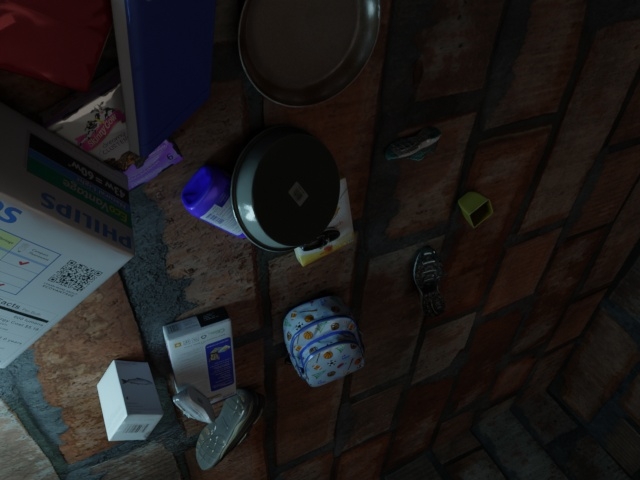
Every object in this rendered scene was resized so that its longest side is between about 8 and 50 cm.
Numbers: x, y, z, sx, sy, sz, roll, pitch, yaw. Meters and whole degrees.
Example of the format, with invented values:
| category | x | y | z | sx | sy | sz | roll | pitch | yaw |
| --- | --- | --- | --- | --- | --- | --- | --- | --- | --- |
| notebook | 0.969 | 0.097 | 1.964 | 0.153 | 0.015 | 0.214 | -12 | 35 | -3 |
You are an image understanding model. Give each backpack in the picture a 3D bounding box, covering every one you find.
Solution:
| category | x | y | z | sx | sy | sz | roll | pitch | yaw |
| --- | --- | --- | --- | --- | --- | --- | --- | --- | --- |
| backpack | 0.007 | 0.306 | 1.605 | 0.277 | 0.213 | 0.263 | -25 | 127 | -9 |

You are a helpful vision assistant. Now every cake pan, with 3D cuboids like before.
| category | x | y | z | sx | sy | sz | roll | pitch | yaw |
| --- | --- | --- | --- | --- | --- | --- | --- | --- | --- |
| cake pan | -0.065 | -0.113 | 1.170 | 0.293 | 0.054 | 0.292 | -11 | 107 | -39 |

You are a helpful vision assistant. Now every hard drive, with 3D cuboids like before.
| category | x | y | z | sx | sy | sz | roll | pitch | yaw |
| --- | --- | --- | --- | --- | --- | --- | --- | --- | --- |
| hard drive | -0.239 | -0.306 | 0.821 | 0.210 | 0.040 | 0.318 | -58 | 174 | -35 |

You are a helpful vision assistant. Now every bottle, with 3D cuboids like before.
| category | x | y | z | sx | sy | sz | roll | pitch | yaw |
| --- | --- | --- | --- | --- | --- | --- | --- | --- | --- |
| bottle | -0.181 | -0.068 | 1.198 | 0.118 | 0.092 | 0.283 | -48 | 138 | 12 |

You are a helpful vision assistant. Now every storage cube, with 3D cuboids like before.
| category | x | y | z | sx | sy | sz | roll | pitch | yaw |
| --- | --- | --- | --- | --- | --- | --- | --- | --- | --- |
| storage cube | -0.408 | -0.346 | 0.699 | 0.193 | 0.215 | 0.183 | 7 | 123 | -47 |

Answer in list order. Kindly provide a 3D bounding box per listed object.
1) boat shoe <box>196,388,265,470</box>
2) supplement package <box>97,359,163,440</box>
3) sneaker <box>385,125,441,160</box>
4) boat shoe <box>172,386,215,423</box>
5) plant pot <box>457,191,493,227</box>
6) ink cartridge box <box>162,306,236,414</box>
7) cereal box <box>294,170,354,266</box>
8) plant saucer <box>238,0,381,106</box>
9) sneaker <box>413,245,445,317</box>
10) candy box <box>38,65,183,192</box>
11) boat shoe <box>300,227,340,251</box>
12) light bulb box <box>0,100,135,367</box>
| category | x | y | z | sx | sy | sz | roll | pitch | yaw |
| --- | --- | --- | --- | --- | --- | --- | --- | --- | --- |
| boat shoe | -0.299 | 0.654 | 1.758 | 0.130 | 0.132 | 0.355 | 17 | 118 | -43 |
| supplement package | -0.503 | 0.419 | 1.357 | 0.105 | 0.179 | 0.105 | 18 | 116 | -44 |
| sneaker | 0.249 | -0.238 | 1.368 | 0.167 | 0.065 | 0.076 | -23 | 141 | -13 |
| boat shoe | -0.373 | 0.497 | 1.523 | 0.063 | 0.066 | 0.184 | -21 | 141 | 4 |
| plant pot | 0.484 | -0.107 | 1.634 | 0.081 | 0.083 | 0.081 | -38 | 138 | 2 |
| ink cartridge box | -0.342 | 0.359 | 1.503 | 0.176 | 0.069 | 0.370 | -16 | 133 | -22 |
| cereal box | -0.002 | -0.055 | 1.370 | 0.173 | 0.047 | 0.240 | -26 | 138 | -12 |
| plant saucer | -0.023 | -0.418 | 1.019 | 0.311 | 0.050 | 0.310 | -19 | 137 | -19 |
| sneaker | 0.366 | 0.136 | 1.780 | 0.100 | 0.108 | 0.271 | -12 | 120 | -1 |
| candy box | -0.382 | -0.192 | 0.959 | 0.165 | 0.070 | 0.196 | -33 | 139 | -3 |
| boat shoe | 0.000 | 0.000 | 1.354 | 0.125 | 0.038 | 0.046 | -10 | 133 | -26 |
| light bulb box | -0.560 | -0.017 | 0.824 | 0.361 | 0.225 | 0.358 | -37 | 137 | 15 |
